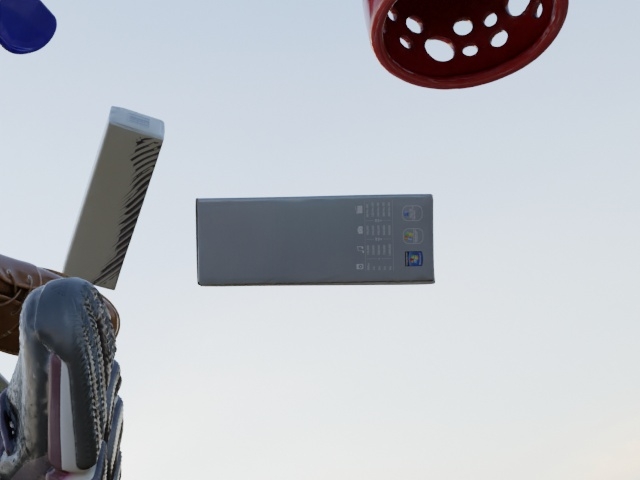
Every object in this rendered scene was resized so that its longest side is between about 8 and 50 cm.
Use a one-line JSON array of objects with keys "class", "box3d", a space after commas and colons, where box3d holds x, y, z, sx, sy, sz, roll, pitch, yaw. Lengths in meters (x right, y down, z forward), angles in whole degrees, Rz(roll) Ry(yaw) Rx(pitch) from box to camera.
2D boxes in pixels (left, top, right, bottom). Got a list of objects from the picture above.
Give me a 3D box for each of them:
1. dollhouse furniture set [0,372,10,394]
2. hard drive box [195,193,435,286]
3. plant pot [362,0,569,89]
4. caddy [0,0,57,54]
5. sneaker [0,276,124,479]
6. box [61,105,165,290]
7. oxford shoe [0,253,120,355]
[{"class": "dollhouse furniture set", "box3d": [-0.408, 0.256, 0.998, 0.394, 0.362, 0.256, -41, 10, 2]}, {"class": "hard drive box", "box3d": [0.000, 0.000, 1.350, 0.232, 0.089, 0.181, -2, 0, 3]}, {"class": "plant pot", "box3d": [0.126, -0.268, 1.270, 0.191, 0.174, 0.191, -8, -32, -5]}, {"class": "caddy", "box3d": [-0.454, -0.422, 1.878, 0.241, 0.179, 0.341, -50, -14, -5]}, {"class": "sneaker", "box3d": [-0.190, 0.149, 0.700, 0.162, 0.106, 0.281, 2, -65, -2]}, {"class": "box", "box3d": [-0.335, -0.069, 2.137, 0.094, 0.113, 0.275, 16, -71, -12]}, {"class": "oxford shoe", "box3d": [-0.247, 0.046, 1.032, 0.212, 0.076, 0.076, 19, -15, -29]}]
